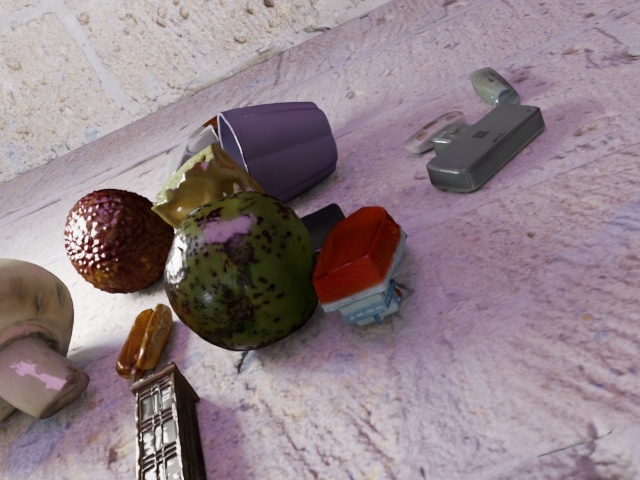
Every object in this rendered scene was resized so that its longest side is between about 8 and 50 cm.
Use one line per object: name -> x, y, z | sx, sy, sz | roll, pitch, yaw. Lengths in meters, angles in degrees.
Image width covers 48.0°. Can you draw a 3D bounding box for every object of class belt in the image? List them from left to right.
belt -> -0.257, -0.212, 1.913 | 0.338, 0.217, 0.122 | -39, 27, -9

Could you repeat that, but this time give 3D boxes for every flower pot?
flower pot -> -0.097, -0.214, 1.757 | 0.243, 0.265, 0.265 | -18, 24, -13

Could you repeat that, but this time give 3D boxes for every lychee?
lychee -> -0.477, 0.004, 1.703 | 0.260, 0.261, 0.261 | -22, 26, 12

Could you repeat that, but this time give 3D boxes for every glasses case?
glasses case -> 0.268, -0.253, 1.683 | 0.164, 0.041, 0.063 | -34, 26, -14

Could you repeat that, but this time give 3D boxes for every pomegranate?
pomegranate -> -0.141, 0.025, 1.289 | 0.285, 0.285, 0.341 | -23, 35, 9

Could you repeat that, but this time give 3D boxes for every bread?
bread -> -0.214, -0.067, 1.534 | 0.196, 0.252, 0.238 | -47, 20, 5

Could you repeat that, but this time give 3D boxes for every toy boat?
toy boat -> 0.086, 0.041, 1.245 | 0.145, 0.133, 0.332 | -24, 15, 18

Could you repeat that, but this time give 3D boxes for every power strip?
power strip -> 0.323, -0.201, 1.514 | 0.265, 0.059, 0.193 | -39, 32, -23

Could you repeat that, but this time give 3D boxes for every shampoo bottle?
shampoo bottle -> 0.420, -0.370, 1.743 | 0.072, 0.049, 0.212 | -21, 27, 4

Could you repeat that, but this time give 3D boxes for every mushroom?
mushroom -> -0.647, 0.229, 1.447 | 0.325, 0.353, 0.353 | -39, 20, 25

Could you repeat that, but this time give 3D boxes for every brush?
brush -> 0.000, 0.000, 1.458 | 0.123, 0.059, 0.197 | -27, 25, 7

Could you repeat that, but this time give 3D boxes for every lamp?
lamp -> -0.225, 0.311, 1.074 | 0.090, 0.089, 0.325 | -29, 26, -3

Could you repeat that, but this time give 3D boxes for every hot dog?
hot dog -> -0.342, 0.203, 1.415 | 0.092, 0.062, 0.236 | -21, 24, 13
